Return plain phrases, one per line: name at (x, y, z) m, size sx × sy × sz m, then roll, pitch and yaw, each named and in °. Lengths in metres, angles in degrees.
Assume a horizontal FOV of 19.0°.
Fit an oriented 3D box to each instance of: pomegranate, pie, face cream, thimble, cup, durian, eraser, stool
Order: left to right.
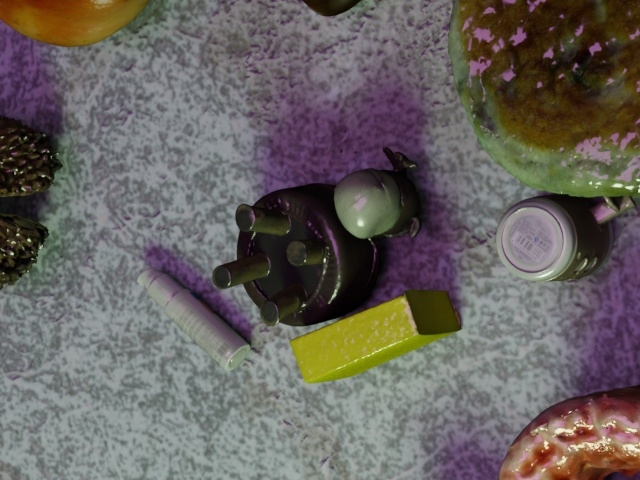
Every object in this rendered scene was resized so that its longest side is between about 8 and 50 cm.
durian at (-0.343, -0.038, 1.845) m, size 0.167 × 0.196 × 0.196 m, roll -6°, pitch 89°, yaw 23°
pomegranate at (-0.238, -0.287, 1.774) m, size 0.209 × 0.209 × 0.209 m, roll 2°, pitch 93°, yaw 28°
face cream at (-0.123, 0.071, 1.819) m, size 0.130 × 0.034 × 0.034 m, roll 40°, pitch 110°, yaw 20°
stool at (0.000, 0.000, 1.704) m, size 0.217 × 0.121 × 0.125 m, roll -35°, pitch 75°, yaw 31°
eraser at (0.050, 0.083, 1.690) m, size 0.122 × 0.097 × 0.045 m, roll -25°, pitch 78°, yaw 27°
cup at (0.208, -0.003, 1.599) m, size 0.102 × 0.099 × 0.074 m, roll -5°, pitch 91°, yaw 29°
pie at (0.243, -0.168, 1.569) m, size 0.303 × 0.067 × 0.302 m, roll -8°, pitch 73°, yaw 27°
thimble at (0.267, 0.234, 1.547) m, size 0.239 × 0.162 × 0.239 m, roll 0°, pitch 91°, yaw 26°

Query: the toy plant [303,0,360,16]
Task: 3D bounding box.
toy plant at (0.044, -0.273, 1.681) m, size 0.162 × 0.093 × 0.092 m, roll -37°, pitch 75°, yaw 22°
